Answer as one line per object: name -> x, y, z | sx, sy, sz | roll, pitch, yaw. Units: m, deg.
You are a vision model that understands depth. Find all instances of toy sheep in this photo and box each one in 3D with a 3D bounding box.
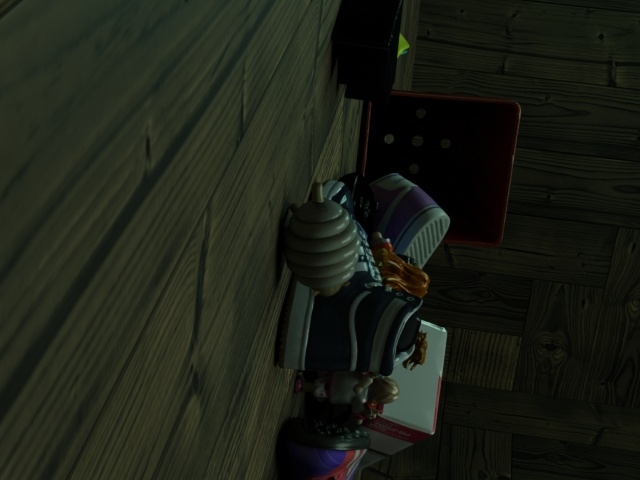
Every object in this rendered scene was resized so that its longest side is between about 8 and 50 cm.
toy sheep -> 0.000, 0.000, 1.199 | 0.091, 0.091, 0.132 | -72, 154, -60

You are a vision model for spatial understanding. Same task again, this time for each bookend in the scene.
bookend -> 0.059, -0.235, 1.495 | 0.156, 0.072, 0.157 | -75, 171, -47

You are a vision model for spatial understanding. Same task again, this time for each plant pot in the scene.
plant pot -> 0.198, -0.158, 2.125 | 0.235, 0.268, 0.267 | -101, -165, -71

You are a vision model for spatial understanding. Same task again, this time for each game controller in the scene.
game controller -> 0.035, 0.064, 1.678 | 0.166, 0.067, 0.319 | 72, 25, -76

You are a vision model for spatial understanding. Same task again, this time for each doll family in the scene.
doll family -> 0.061, 0.103, 1.495 | 0.118, 0.163, 0.262 | 77, 22, -74

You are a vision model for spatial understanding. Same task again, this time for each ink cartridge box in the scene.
ink cartridge box -> 0.083, 0.232, 1.749 | 0.237, 0.100, 0.171 | -41, -148, 55

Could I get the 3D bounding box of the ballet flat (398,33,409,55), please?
ballet flat -> 0.086, -0.296, 1.712 | 0.231, 0.077, 0.077 | -64, 144, -66

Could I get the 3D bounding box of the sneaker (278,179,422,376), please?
sneaker -> 0.049, 0.046, 1.356 | 0.099, 0.153, 0.282 | 92, 8, -46

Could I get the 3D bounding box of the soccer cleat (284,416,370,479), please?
soccer cleat -> 0.004, 0.300, 1.519 | 0.318, 0.109, 0.116 | 79, 24, -79

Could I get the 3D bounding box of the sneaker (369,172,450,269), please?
sneaker -> 0.074, 0.022, 1.835 | 0.282, 0.161, 0.102 | -54, 149, 16

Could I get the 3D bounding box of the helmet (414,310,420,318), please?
helmet -> 0.106, 0.175, 2.038 | 0.161, 0.170, 0.169 | 68, 26, -45
